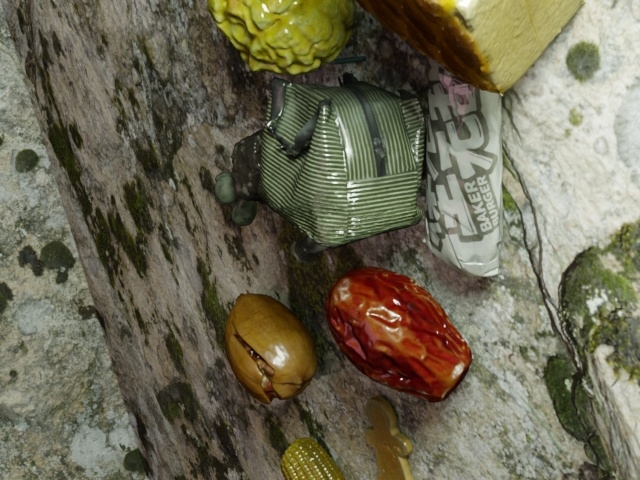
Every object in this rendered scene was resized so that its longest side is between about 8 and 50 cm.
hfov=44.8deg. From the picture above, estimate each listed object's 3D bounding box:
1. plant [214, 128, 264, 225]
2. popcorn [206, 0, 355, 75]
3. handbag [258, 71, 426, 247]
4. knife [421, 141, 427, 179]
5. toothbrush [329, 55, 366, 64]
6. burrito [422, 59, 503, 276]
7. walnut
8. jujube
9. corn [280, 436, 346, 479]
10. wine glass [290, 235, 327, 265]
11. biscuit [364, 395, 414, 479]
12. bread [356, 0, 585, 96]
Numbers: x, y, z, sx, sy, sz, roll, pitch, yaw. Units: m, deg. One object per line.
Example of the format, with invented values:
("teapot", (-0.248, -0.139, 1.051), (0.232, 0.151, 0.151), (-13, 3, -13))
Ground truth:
("plant", (-0.149, -0.143, 1.729), (0.274, 0.149, 0.146), (-38, 60, 53))
("popcorn", (-0.063, -0.416, 1.340), (0.224, 0.271, 0.257), (121, 145, -66))
("handbag", (0.032, -0.158, 1.359), (0.341, 0.248, 0.240), (-141, 44, -57))
("knife", (0.203, -0.200, 1.312), (0.035, 0.018, 0.247), (40, 139, 32))
("toothbrush", (0.030, -0.340, 1.484), (0.167, 0.014, 0.011), (10, 132, 52))
("burrito", (0.224, -0.156, 1.226), (0.139, 0.101, 0.445), (20, 123, 46))
("walnut", (-0.133, 0.243, 1.863), (0.336, 0.209, 0.208), (55, 146, 43))
("jujube", (0.142, 0.169, 1.439), (0.290, 0.197, 0.197), (38, 137, 18))
("corn", (0.030, 0.638, 1.891), (0.344, 0.131, 0.131), (46, 140, 30))
("wine glass", (0.000, 0.000, 1.654), (0.155, 0.072, 0.072), (-35, 77, 56))
("biscuit", (0.153, 0.451, 1.703), (0.153, 0.030, 0.234), (-6, 101, 55))
("bread", (0.167, -0.358, 0.995), (0.279, 0.279, 0.207), (41, 94, 24))
